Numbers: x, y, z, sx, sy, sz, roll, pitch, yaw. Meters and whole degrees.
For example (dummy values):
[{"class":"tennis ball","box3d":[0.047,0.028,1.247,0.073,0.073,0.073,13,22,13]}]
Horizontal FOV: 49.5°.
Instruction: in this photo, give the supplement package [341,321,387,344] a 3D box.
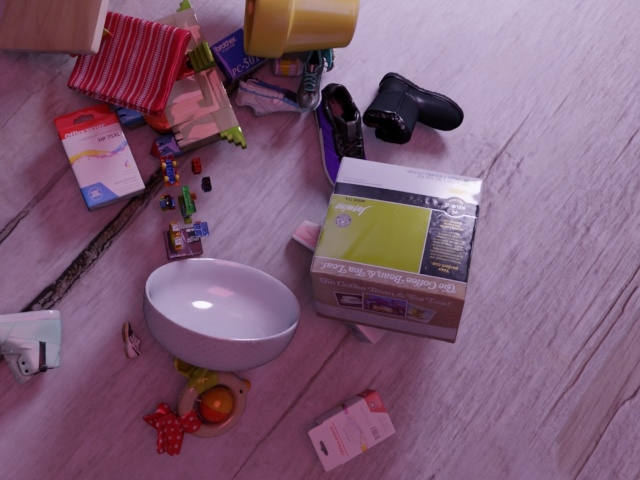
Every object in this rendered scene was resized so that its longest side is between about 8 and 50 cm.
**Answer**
[{"class":"supplement package","box3d":[0.143,0.156,1.713,0.179,0.105,0.105,-44,97,-14]}]

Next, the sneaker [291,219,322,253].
[{"class":"sneaker","box3d":[0.000,0.000,1.713,0.134,0.051,0.070,34,82,-7]}]

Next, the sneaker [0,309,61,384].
[{"class":"sneaker","box3d":[-0.681,0.236,1.469,0.256,0.094,0.151,-6,81,-19]}]

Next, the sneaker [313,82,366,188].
[{"class":"sneaker","box3d":[0.059,-0.248,1.703,0.102,0.146,0.293,-17,90,-17]}]

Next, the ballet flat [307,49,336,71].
[{"class":"ballet flat","box3d":[-0.019,-0.541,1.746,0.241,0.091,0.077,60,40,-8]}]

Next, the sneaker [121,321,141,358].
[{"class":"sneaker","box3d":[-0.430,0.225,1.584,0.037,0.032,0.083,-9,93,-30]}]

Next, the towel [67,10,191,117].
[{"class":"towel","box3d":[-0.422,-0.392,1.517,0.275,0.031,0.198,19,89,22]}]

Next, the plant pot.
[{"class":"plant pot","box3d":[-0.044,-0.539,1.594,0.239,0.254,0.254,4,84,-14]}]

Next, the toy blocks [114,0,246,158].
[{"class":"toy blocks","box3d":[-0.359,-0.342,1.594,0.261,0.191,0.381,-22,91,-5]}]

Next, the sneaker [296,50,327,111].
[{"class":"sneaker","box3d":[-0.025,-0.392,1.673,0.065,0.076,0.166,5,70,7]}]

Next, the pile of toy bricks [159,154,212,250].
[{"class":"pile of toy bricks","box3d":[-0.313,-0.086,1.602,0.118,0.105,0.212,-10,85,-19]}]

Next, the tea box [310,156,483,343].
[{"class":"tea box","box3d":[0.176,0.020,1.574,0.329,0.220,0.323,11,58,11]}]

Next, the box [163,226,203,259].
[{"class":"box","box3d":[-0.323,0.006,1.637,0.083,0.018,0.067,-9,88,-16]}]

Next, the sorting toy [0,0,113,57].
[{"class":"sorting toy","box3d":[-0.556,-0.522,1.527,0.255,0.089,0.257,7,82,20]}]

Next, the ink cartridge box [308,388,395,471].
[{"class":"ink cartridge box","box3d":[0.067,0.459,1.684,0.198,0.067,0.115,-25,92,-18]}]

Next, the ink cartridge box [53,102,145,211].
[{"class":"ink cartridge box","box3d":[-0.503,-0.197,1.572,0.134,0.078,0.231,-22,91,-17]}]

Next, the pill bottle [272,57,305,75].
[{"class":"pill bottle","box3d":[-0.076,-0.433,1.734,0.083,0.043,0.043,-2,86,-17]}]

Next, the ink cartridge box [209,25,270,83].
[{"class":"ink cartridge box","box3d":[-0.163,-0.482,1.713,0.207,0.046,0.097,-37,95,-16]}]

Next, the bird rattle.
[{"class":"bird rattle","box3d":[-0.264,0.373,1.571,0.207,0.143,0.253,23,82,-30]}]

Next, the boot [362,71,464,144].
[{"class":"boot","box3d":[0.233,-0.302,1.743,0.246,0.094,0.207,28,47,-6]}]

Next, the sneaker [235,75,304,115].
[{"class":"sneaker","box3d":[-0.124,-0.340,1.709,0.191,0.071,0.083,13,123,-27]}]

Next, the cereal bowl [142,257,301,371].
[{"class":"cereal bowl","box3d":[-0.221,0.178,1.518,0.339,0.339,0.141,8,114,-15]}]
